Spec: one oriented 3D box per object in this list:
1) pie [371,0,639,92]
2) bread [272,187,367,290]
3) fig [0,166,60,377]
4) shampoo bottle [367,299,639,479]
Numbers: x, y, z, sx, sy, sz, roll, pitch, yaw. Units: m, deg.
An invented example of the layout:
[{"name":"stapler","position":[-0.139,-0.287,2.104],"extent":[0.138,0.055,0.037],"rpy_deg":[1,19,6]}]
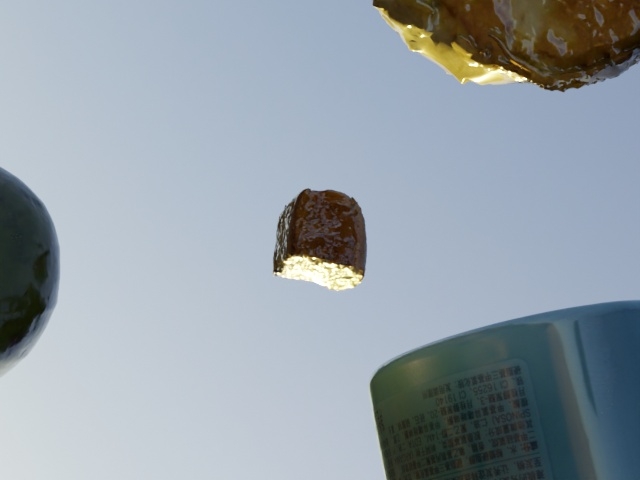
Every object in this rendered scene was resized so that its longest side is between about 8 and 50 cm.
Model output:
[{"name":"pie","position":[0.149,-0.259,1.022],"extent":[0.092,0.315,0.315],"rpy_deg":[18,56,-86]},{"name":"bread","position":[0.002,-0.001,1.339],"extent":[0.083,0.076,0.070],"rpy_deg":[133,-33,-70]},{"name":"fig","position":[-0.301,0.026,1.134],"extent":[0.225,0.203,0.203],"rpy_deg":[-49,125,-84]},{"name":"shampoo bottle","position":[0.232,0.261,1.493],"extent":[0.331,0.331,0.343],"rpy_deg":[136,-57,-65]}]
